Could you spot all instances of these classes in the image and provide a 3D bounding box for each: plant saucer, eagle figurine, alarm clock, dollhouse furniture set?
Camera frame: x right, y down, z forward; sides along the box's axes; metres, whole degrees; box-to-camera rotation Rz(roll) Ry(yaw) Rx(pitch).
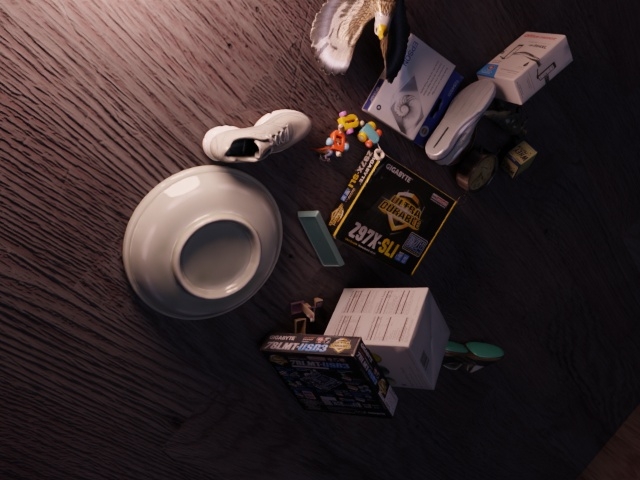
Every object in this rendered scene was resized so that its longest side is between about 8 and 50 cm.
[{"bbox_3d":[0.000,0.000,1.654,0.018,0.067,0.192,-61,137,-38],"label":"plant saucer"},{"bbox_3d":[0.362,-0.294,1.759,0.169,0.029,0.168,-14,119,-26],"label":"plant saucer"},{"bbox_3d":[-0.255,0.026,1.489,0.401,0.100,0.400,-13,118,-25],"label":"plant saucer"},{"bbox_3d":[0.128,-0.507,1.407,0.226,0.298,0.225,41,58,1],"label":"eagle figurine"},{"bbox_3d":[0.443,-0.186,1.829,0.129,0.064,0.192,2,117,-48],"label":"alarm clock"},{"bbox_3d":[-0.026,0.230,1.734,0.091,0.081,0.114,-10,117,-27],"label":"dollhouse furniture set"}]

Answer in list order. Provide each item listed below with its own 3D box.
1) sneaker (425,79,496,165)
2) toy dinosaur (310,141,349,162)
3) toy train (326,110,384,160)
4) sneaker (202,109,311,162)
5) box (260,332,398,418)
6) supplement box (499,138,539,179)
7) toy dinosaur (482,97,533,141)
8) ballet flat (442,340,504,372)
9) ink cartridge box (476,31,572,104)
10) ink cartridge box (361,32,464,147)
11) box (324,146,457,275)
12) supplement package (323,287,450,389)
[{"bbox_3d":[0.380,-0.315,1.698,0.258,0.094,0.091,-50,146,4],"label":"sneaker"},{"bbox_3d":[0.033,-0.230,1.583,0.090,0.047,0.082,45,65,-25],"label":"toy dinosaur"},{"bbox_3d":[0.080,-0.251,1.574,0.166,0.046,0.125,10,72,-32],"label":"toy train"},{"bbox_3d":[-0.126,-0.224,1.436,0.263,0.121,0.099,-21,122,-22],"label":"sneaker"},{"bbox_3d":[0.026,0.367,1.712,0.293,0.296,0.073,61,39,-34],"label":"box"},{"bbox_3d":[0.592,-0.242,1.884,0.083,0.056,0.083,-36,160,-12],"label":"supplement box"},{"bbox_3d":[0.537,-0.366,1.805,0.268,0.064,0.118,13,100,-38],"label":"toy dinosaur"},{"bbox_3d":[0.486,0.390,2.124,0.281,0.095,0.096,11,116,-24],"label":"ballet flat"},{"bbox_3d":[0.554,-0.473,1.716,0.203,0.148,0.086,-41,125,-10],"label":"ink cartridge box"},{"bbox_3d":[0.250,-0.378,1.622,0.224,0.045,0.223,25,98,-29],"label":"ink cartridge box"},{"bbox_3d":[0.195,-0.072,1.732,0.322,0.079,0.257,27,98,-37],"label":"box"},{"bbox_3d":[0.182,0.265,1.725,0.199,0.263,0.198,59,42,-35],"label":"supplement package"}]
